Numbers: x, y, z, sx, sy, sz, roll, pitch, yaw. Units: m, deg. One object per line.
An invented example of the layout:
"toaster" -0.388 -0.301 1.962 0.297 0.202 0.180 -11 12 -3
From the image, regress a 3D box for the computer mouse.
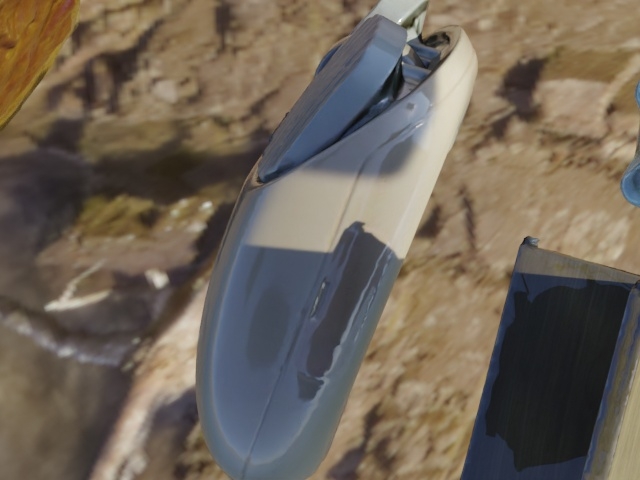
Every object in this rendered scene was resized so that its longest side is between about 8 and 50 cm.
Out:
"computer mouse" 0.000 0.000 0.810 0.082 0.145 0.236 21 115 3

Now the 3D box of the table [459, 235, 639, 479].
"table" 0.108 0.124 0.646 0.167 0.167 0.226 14 95 13

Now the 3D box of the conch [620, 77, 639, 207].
"conch" 0.299 -0.087 1.219 0.203 0.386 0.169 -28 114 15

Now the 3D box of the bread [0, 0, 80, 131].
"bread" -0.344 -0.201 1.596 0.167 0.324 0.277 34 68 6
